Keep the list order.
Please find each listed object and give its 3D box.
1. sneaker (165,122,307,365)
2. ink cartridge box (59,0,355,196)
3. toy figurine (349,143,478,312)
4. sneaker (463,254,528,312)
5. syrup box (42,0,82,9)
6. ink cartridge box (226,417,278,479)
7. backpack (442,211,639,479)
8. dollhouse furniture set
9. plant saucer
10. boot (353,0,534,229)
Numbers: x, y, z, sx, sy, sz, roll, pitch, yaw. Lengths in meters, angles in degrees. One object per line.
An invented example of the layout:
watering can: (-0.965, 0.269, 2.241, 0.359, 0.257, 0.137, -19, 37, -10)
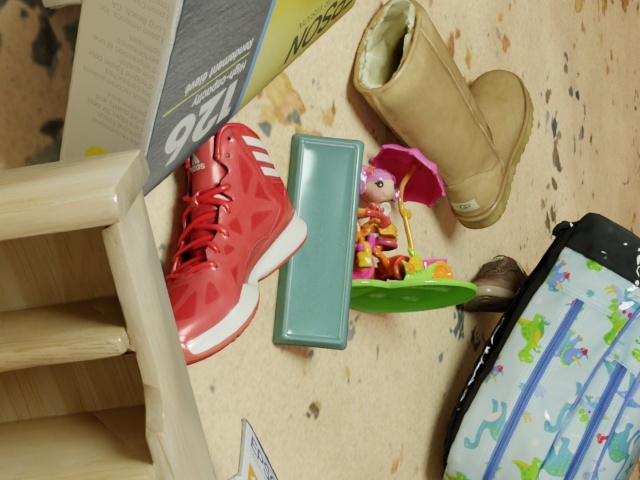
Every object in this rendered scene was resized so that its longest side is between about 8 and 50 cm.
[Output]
sneaker: (-0.092, -0.008, 0.703, 0.128, 0.087, 0.221, 67, 27, -21)
ink cartridge box: (-0.043, -0.157, 0.604, 0.303, 0.072, 0.307, -52, 170, -43)
toy figurine: (0.067, -0.019, 0.944, 0.173, 0.130, 0.159, 7, 71, -34)
sneaker: (0.224, 0.053, 1.231, 0.188, 0.066, 0.071, 17, 61, -63)
syrup box: (-0.145, -0.268, 0.571, 0.096, 0.093, 0.237, -48, 130, -47)
ink cartridge box: (-0.023, 0.340, 0.624, 0.330, 0.071, 0.324, -98, 166, -68)
backpack: (0.287, 0.190, 1.136, 0.355, 0.273, 0.290, -45, 158, -6)
dollhouse furniture set: (-0.154, 0.155, 0.355, 0.394, 0.362, 0.256, -85, 165, -67)
plant saucer: (0.000, 0.000, 0.850, 0.018, 0.067, 0.192, 148, -52, -80)
boot: (0.146, -0.172, 1.054, 0.269, 0.089, 0.236, 47, 44, -43)
